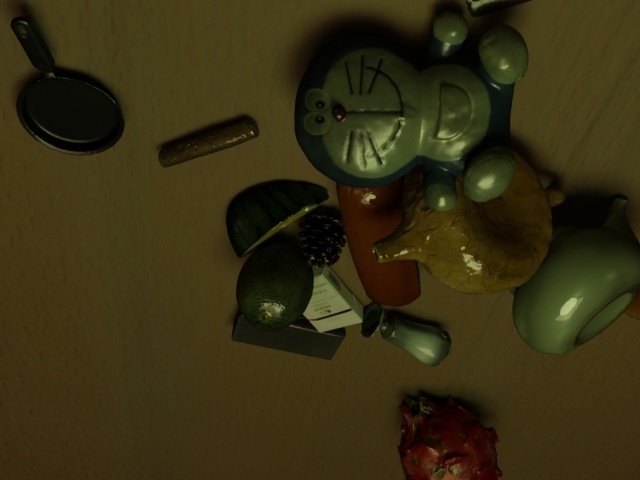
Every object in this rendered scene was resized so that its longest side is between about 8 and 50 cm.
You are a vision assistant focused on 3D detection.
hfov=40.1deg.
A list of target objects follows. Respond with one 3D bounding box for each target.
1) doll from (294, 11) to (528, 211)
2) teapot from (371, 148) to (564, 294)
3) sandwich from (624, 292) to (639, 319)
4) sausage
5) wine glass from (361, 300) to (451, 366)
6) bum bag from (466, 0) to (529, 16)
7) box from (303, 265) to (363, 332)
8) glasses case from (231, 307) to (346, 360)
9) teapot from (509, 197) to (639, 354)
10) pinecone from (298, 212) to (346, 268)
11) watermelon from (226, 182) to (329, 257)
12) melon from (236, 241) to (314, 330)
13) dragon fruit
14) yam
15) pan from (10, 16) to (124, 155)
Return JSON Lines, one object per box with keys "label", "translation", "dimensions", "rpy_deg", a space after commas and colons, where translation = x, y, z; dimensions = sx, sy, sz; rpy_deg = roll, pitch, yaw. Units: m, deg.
{"label": "doll", "translation": [0.099, -0.151, 1.025], "dimensions": [0.258, 0.154, 0.228], "rpy_deg": [2, 102, -2]}
{"label": "teapot", "translation": [0.198, -0.025, 1.173], "dimensions": [0.311, 0.203, 0.167], "rpy_deg": [-16, 175, -36]}
{"label": "sandwich", "translation": [0.522, 0.063, 1.371], "dimensions": [0.162, 0.058, 0.193], "rpy_deg": [-23, 138, 29]}
{"label": "sausage", "translation": [0.087, -0.001, 1.270], "dimensions": [0.097, 0.094, 0.348], "rpy_deg": [-1, 143, 12]}
{"label": "wine glass", "translation": [0.144, 0.160, 1.494], "dimensions": [0.155, 0.072, 0.072], "rpy_deg": [25, 136, -26]}
{"label": "bum bag", "translation": [0.189, -0.311, 0.926], "dimensions": [0.109, 0.026, 0.159], "rpy_deg": [-14, 139, 20]}
{"label": "box", "translation": [0.001, 0.093, 1.436], "dimensions": [0.084, 0.040, 0.154], "rpy_deg": [-18, 139, 20]}
{"label": "glasses case", "translation": [-0.056, 0.158, 1.519], "dimensions": [0.190, 0.042, 0.072], "rpy_deg": [14, 134, -15]}
{"label": "teapot", "translation": [0.351, 0.089, 1.290], "dimensions": [0.220, 0.149, 0.318], "rpy_deg": [-21, 149, -28]}
{"label": "pinecone", "translation": [0.000, 0.000, 1.284], "dimensions": [0.077, 0.083, 0.077], "rpy_deg": [18, 156, 8]}
{"label": "watermelon", "translation": [-0.087, -0.039, 1.276], "dimensions": [0.181, 0.092, 0.075], "rpy_deg": [-34, 86, 40]}
{"label": "melon", "translation": [-0.069, 0.070, 1.306], "dimensions": [0.114, 0.167, 0.114], "rpy_deg": [5, 126, 7]}
{"label": "dragon fruit", "translation": [0.246, 0.413, 1.726], "dimensions": [0.210, 0.205, 0.268], "rpy_deg": [-32, 98, 0]}
{"label": "yam", "translation": [-0.150, -0.128, 1.163], "dimensions": [0.145, 0.032, 0.032], "rpy_deg": [-16, 139, 22]}
{"label": "pan", "translation": [-0.325, -0.192, 1.087], "dimensions": [0.136, 0.028, 0.235], "rpy_deg": [-4, 145, 5]}
